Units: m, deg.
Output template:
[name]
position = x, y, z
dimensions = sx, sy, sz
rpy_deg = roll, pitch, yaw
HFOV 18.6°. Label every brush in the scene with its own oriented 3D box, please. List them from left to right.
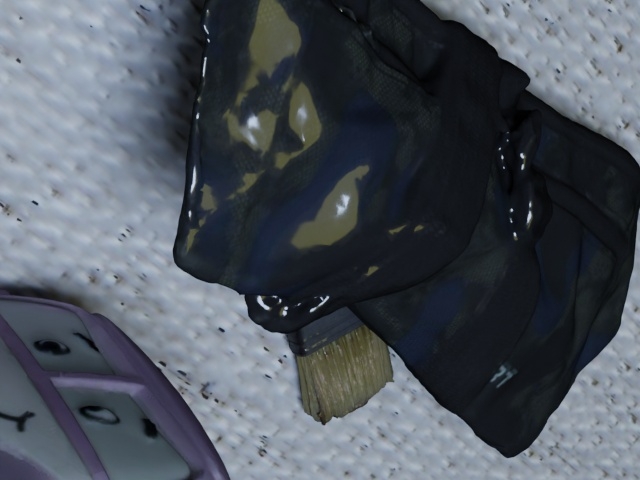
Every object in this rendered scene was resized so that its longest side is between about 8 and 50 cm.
[brush]
position = 0.000, 0.000, 0.747
dimensions = 0.043, 0.014, 0.170
rpy_deg = -29, 131, -21

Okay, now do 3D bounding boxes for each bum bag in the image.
[bum bag]
position = 0.040, -0.012, 0.716
dimensions = 0.310, 0.074, 0.137
rpy_deg = 32, 78, -48

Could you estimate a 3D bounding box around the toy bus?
[toy bus]
position = -0.104, 0.122, 0.663
dimensions = 0.142, 0.142, 0.203
rpy_deg = -21, 130, -18
